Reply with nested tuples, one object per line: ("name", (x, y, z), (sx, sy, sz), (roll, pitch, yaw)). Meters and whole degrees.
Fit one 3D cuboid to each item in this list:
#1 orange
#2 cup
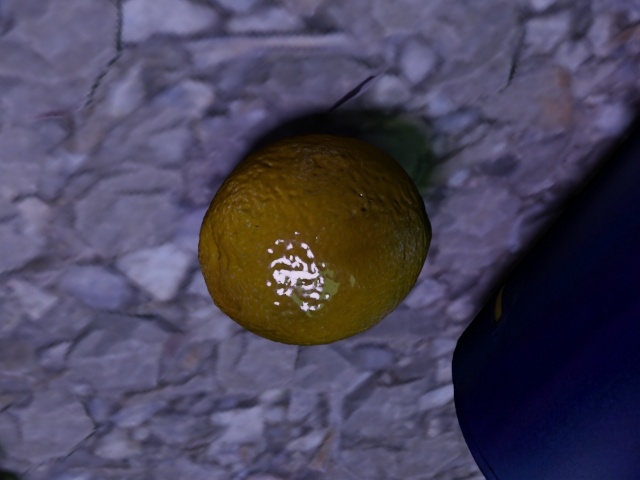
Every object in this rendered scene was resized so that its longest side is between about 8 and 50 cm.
("orange", (0.000, 0.000, 0.594), (0.095, 0.085, 0.085), (-11, 136, -28))
("cup", (0.220, 0.028, 0.650), (0.255, 0.178, 0.256), (17, 125, -33))
